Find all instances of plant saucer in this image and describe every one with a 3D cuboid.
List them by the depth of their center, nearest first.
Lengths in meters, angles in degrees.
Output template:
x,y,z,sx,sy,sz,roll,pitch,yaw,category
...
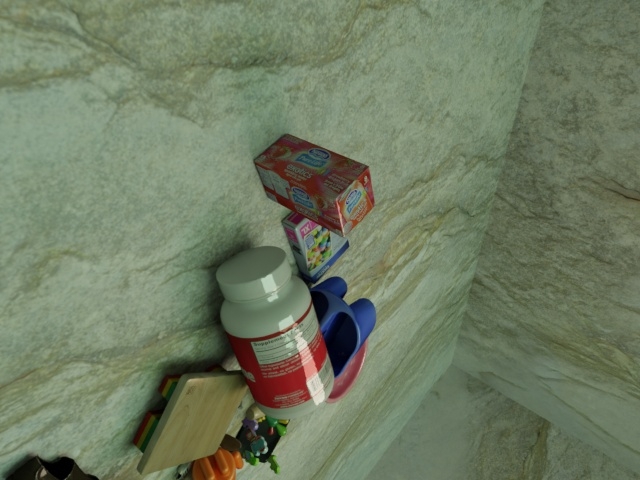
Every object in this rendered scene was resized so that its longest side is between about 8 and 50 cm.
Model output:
x,y,z,sx,sy,sz,roll,pitch,yaw,category
0.069,0.460,1.700,0.332,0.084,0.331,-27,124,-48,plant saucer

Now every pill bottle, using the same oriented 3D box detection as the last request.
x,y,z,sx,sy,sz,roll,pitch,yaw,category
-0.116,0.230,1.110,0.229,0.229,0.407,-35,122,-36,pill bottle

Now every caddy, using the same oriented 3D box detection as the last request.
x,y,z,sx,sy,sz,roll,pitch,yaw,category
0.016,0.278,1.351,0.179,0.241,0.341,-29,151,-49,caddy

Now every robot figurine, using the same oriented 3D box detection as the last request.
x,y,z,sx,sy,sz,roll,pitch,yaw,category
-0.315,0.704,1.308,0.158,0.128,0.219,-63,171,-45,robot figurine

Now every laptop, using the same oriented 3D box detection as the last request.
x,y,z,sx,sy,sz,roll,pitch,yaw,category
-0.189,0.655,1.579,0.234,0.137,0.264,-61,174,-2,laptop

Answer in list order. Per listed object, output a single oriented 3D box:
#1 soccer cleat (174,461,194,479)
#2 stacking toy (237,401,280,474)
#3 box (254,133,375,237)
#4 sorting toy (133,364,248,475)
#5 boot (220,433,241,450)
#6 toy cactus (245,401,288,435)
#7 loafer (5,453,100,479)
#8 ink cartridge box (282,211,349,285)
x,y,z,sx,sy,sz,roll,pitch,yaw,category
-0.396,0.662,1.273,0.036,0.029,0.083,12,107,-62,soccer cleat
-0.197,0.590,1.328,0.052,0.221,0.167,-36,140,0,stacking toy
-0.013,-0.132,1.010,0.122,0.257,0.128,-46,144,-23,box
-0.333,0.444,1.142,0.255,0.089,0.257,23,93,-58,sorting toy
-0.283,0.600,1.309,0.087,0.119,0.042,74,31,-65,boot
-0.172,0.506,1.358,0.181,0.112,0.218,1,79,-62,toy cactus
-0.531,0.499,0.908,0.078,0.080,0.220,-52,147,-15,loafer
0.000,0.000,1.318,0.186,0.065,0.311,-45,146,-25,ink cartridge box
